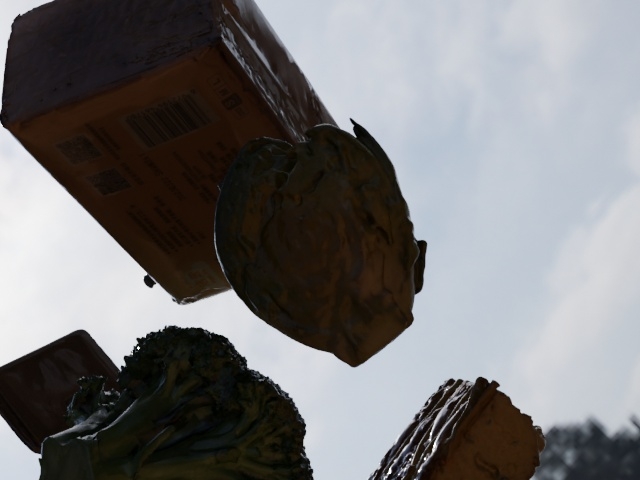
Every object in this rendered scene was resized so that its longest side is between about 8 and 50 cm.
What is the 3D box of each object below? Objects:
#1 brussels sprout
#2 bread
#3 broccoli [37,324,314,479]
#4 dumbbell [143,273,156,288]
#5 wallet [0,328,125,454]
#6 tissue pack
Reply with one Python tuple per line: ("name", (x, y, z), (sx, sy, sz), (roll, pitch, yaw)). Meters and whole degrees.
("brussels sprout", (0.001, 0.002, 1.075), (0.139, 0.181, 0.100), (-29, -9, 4))
("bread", (0.107, 0.275, 1.589), (0.275, 0.114, 0.185), (-55, 5, -10))
("broccoli", (-0.123, 0.210, 1.358), (0.241, 0.269, 0.261), (9, -15, -43))
("dumbbell", (-0.133, -0.026, 1.932), (0.254, 0.110, 0.110), (-46, -16, -33))
("wallet", (-0.278, 0.164, 1.669), (0.152, 0.118, 0.039), (-22, -24, -50))
("tissue pack", (-0.119, -0.124, 1.424), (0.238, 0.238, 0.305), (-44, -43, -5))
